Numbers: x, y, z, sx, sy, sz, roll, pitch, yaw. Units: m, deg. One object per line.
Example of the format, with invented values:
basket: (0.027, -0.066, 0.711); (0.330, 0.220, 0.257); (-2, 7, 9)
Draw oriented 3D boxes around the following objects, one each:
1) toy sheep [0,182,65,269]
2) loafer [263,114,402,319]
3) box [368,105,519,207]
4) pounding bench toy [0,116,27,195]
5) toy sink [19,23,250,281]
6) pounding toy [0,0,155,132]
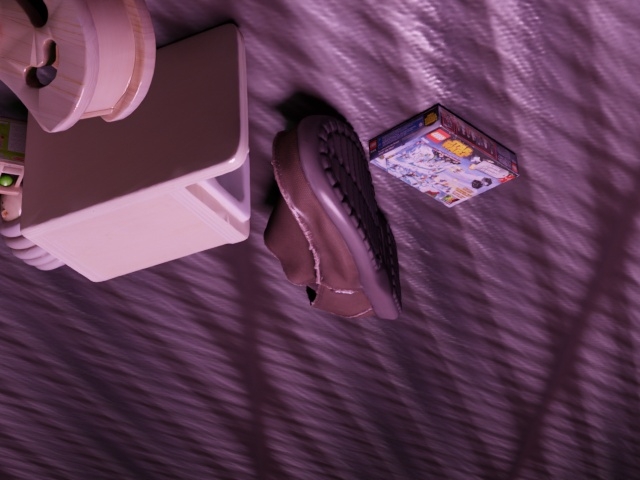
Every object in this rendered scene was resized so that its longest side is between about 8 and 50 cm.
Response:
toy sheep: (-0.291, -0.013, 1.340); (0.091, 0.091, 0.132); (-18, 129, 24)
loafer: (0.000, 0.000, 1.340); (0.130, 0.134, 0.366); (-9, 150, 9)
box: (0.129, -0.085, 1.312); (0.094, 0.027, 0.137); (-25, 145, 35)
pounding bench toy: (-0.303, -0.079, 1.251); (0.083, 0.052, 0.065); (9, 148, -21)
toy sink: (-0.144, -0.075, 1.176); (0.234, 0.153, 0.131); (-18, 148, 22)
pounding toy: (-0.188, -0.169, 0.969); (0.269, 0.154, 0.155); (5, -166, 32)
